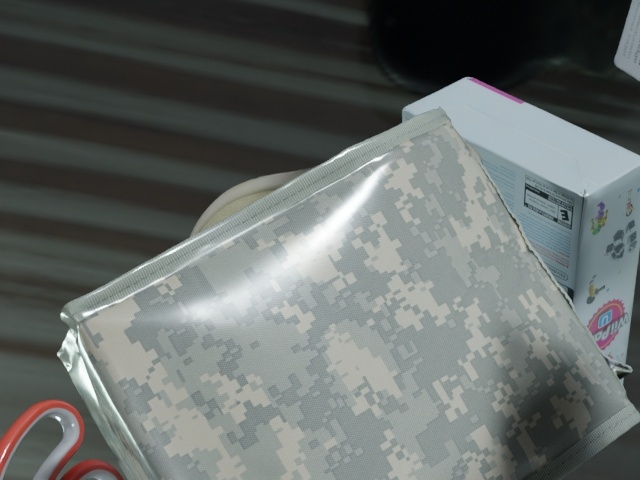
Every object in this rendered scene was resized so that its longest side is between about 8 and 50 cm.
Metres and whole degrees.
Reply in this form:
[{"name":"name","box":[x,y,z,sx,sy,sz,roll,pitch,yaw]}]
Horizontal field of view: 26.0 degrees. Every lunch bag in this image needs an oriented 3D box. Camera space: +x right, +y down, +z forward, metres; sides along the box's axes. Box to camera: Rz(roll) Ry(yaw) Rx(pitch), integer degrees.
[{"name":"lunch bag","box":[0.021,0.081,0.830,0.235,0.287,0.169,58,162,8]}]

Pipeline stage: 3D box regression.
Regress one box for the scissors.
[{"name":"scissors","box":[-0.214,0.234,0.869,0.021,0.109,0.297,-14,34,42]}]

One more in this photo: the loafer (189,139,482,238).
[{"name":"loafer","box":[0.000,0.000,1.040,0.269,0.102,0.092,-24,48,36]}]

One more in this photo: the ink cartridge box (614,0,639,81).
[{"name":"ink cartridge box","box":[0.204,-0.106,0.580,0.175,0.072,0.127,-118,39,-66]}]

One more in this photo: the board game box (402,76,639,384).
[{"name":"board game box","box":[0.192,0.021,1.359,0.224,0.097,0.303,33,138,38]}]
